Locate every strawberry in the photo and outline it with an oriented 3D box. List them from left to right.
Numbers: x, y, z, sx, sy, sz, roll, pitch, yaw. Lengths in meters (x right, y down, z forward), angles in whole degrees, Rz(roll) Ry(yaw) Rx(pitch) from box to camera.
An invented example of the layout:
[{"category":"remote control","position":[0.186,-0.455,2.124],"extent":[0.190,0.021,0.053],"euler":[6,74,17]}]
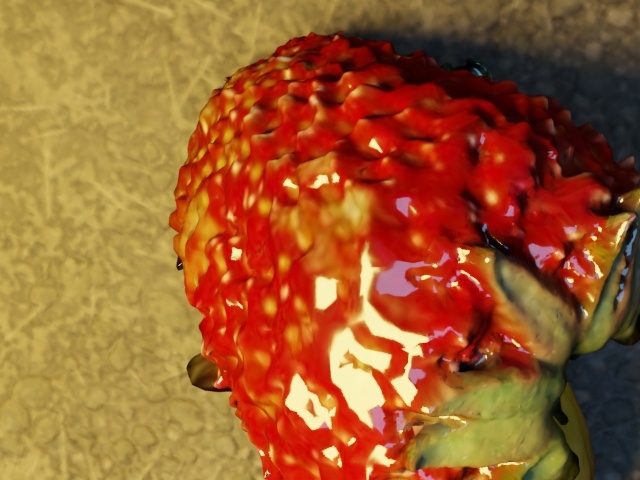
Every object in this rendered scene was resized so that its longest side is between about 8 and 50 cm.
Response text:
[{"category":"strawberry","position":[0.000,0.000,0.515],"extent":[0.306,0.137,0.233],"euler":[31,90,32]}]

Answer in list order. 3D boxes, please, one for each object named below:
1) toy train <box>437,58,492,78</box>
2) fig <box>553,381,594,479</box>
[{"category":"toy train","position":[0.094,-0.050,0.614],"extent":[0.122,0.050,0.081],"euler":[38,112,-1]},{"category":"fig","position":[0.077,0.077,0.591],"extent":[0.159,0.159,0.257],"euler":[2,95,5]}]
